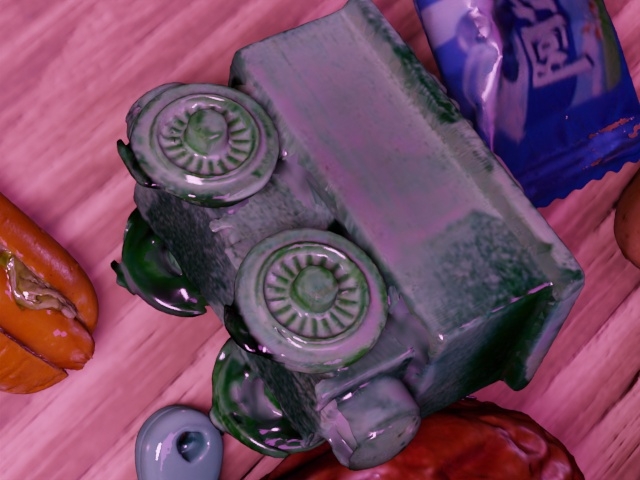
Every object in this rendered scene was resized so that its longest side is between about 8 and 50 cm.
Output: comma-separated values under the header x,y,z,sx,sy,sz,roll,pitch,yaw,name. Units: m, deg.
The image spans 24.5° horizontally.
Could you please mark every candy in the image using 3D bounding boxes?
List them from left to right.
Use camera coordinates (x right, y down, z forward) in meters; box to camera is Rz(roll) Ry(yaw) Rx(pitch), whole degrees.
x,y,z,sx,sy,sz,roll,pitch,yaw,name
0.120,-0.180,1.015,0.187,0.077,0.331,-28,104,-31,candy

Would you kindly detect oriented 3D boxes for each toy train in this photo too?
x,y,z,sx,sy,sz,roll,pitch,yaw,name
0.000,0.000,0.855,0.201,0.145,0.266,-23,64,-24,toy train

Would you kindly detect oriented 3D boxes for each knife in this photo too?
x,y,z,sx,sy,sz,roll,pitch,yaw,name
-0.111,0.231,0.912,0.063,0.034,0.260,12,89,-34,knife

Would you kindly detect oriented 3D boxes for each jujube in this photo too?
x,y,z,sx,sy,sz,roll,pitch,yaw,name
0.039,0.197,0.914,0.290,0.197,0.197,-13,99,-33,jujube

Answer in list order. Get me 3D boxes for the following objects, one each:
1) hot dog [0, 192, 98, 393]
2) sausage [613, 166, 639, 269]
x,y,z,sx,sy,sz,roll,pitch,yaw,name
-0.222,-0.003,0.808,0.249,0.068,0.100,41,70,-27,hot dog
0.419,-0.113,1.172,0.501,0.123,0.136,-35,153,-28,sausage
